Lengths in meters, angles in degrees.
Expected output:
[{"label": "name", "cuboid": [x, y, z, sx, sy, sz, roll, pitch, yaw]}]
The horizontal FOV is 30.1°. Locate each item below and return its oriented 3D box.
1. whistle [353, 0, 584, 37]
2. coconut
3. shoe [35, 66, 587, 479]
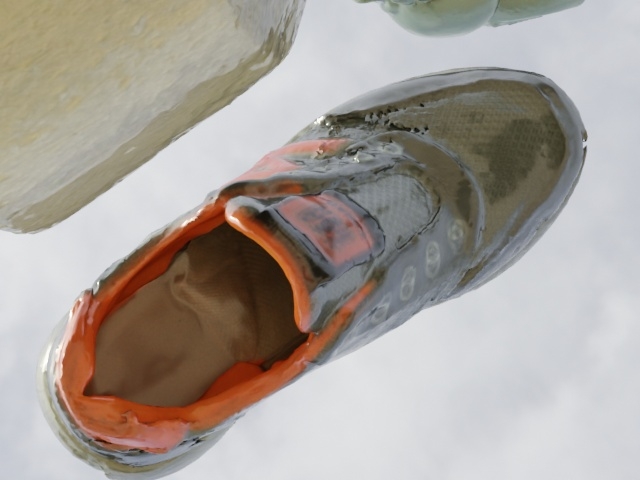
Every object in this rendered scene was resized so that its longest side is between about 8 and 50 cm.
[{"label": "whistle", "cuboid": [0.140, -0.207, 0.875, 0.253, 0.105, 0.101, -14, -134, -15]}, {"label": "coconut", "cuboid": [-0.144, -0.125, 0.485, 0.266, 0.237, 0.237, -32, -93, 14]}, {"label": "shoe", "cuboid": [0.000, 0.000, 0.600, 0.336, 0.171, 0.132, -32, -95, -9]}]
